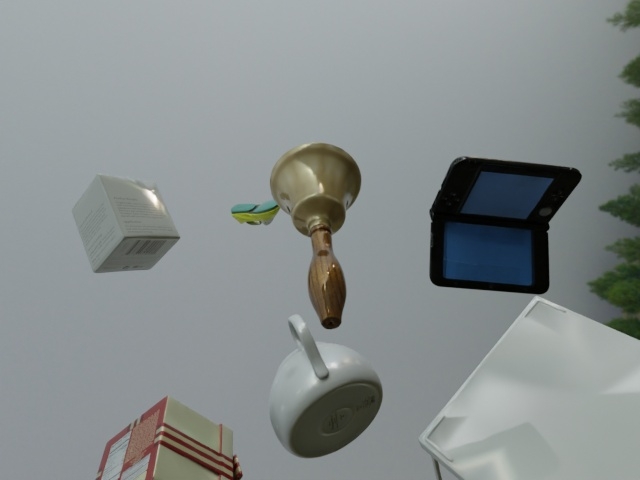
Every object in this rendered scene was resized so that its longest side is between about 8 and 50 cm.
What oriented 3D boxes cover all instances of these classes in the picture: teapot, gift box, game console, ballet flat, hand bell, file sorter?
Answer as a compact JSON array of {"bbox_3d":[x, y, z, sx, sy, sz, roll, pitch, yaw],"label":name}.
[{"bbox_3d":[-0.008,0.304,0.842,0.253,0.187,0.255,23,-75,-38],"label":"teapot"},{"bbox_3d":[-0.356,0.579,0.928,0.258,0.255,0.276,46,-165,-29],"label":"gift box"},{"bbox_3d":[0.171,-0.012,0.372,0.107,0.122,0.071,101,172,-47],"label":"game console"},{"bbox_3d":[-0.198,-0.085,1.300,0.077,0.231,0.077,-50,-54,-38],"label":"ballet flat"},{"bbox_3d":[0.000,0.000,0.459,0.241,0.126,0.126,-95,-22,-49],"label":"hand bell"},{"bbox_3d":[0.299,0.254,0.517,0.278,0.193,0.173,-38,-49,-23],"label":"file sorter"}]

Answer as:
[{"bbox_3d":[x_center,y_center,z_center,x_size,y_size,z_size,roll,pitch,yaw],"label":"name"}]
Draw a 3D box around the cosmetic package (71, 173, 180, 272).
[{"bbox_3d":[-0.473,-0.039,0.972,0.151,0.151,0.183,2,-126,-57],"label":"cosmetic package"}]
